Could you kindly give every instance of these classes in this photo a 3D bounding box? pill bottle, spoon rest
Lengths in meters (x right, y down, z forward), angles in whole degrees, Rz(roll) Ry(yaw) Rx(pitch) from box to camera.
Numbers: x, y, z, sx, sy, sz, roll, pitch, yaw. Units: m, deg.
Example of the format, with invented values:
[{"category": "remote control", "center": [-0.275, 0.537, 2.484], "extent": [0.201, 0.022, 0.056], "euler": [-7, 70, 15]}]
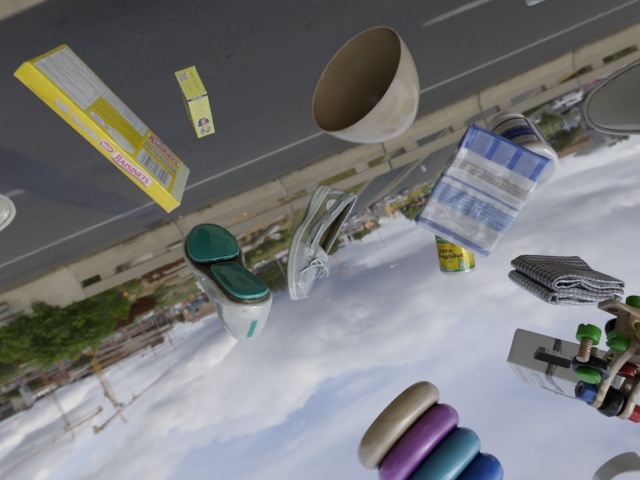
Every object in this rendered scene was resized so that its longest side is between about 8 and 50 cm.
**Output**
[{"category": "pill bottle", "center": [0.580, -0.273, 1.220], "extent": [0.153, 0.153, 0.264], "euler": [-25, -147, 25]}, {"category": "pill bottle", "center": [0.448, 0.005, 1.385], "extent": [0.118, 0.208, 0.117], "euler": [-11, -170, 2]}, {"category": "spoon rest", "center": [0.700, 0.633, 1.008], "extent": [0.084, 0.276, 0.137], "euler": [5, -159, 1]}]

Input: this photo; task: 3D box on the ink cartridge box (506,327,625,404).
[{"category": "ink cartridge box", "center": [0.696, 0.367, 1.164], "extent": [0.273, 0.197, 0.114], "euler": [11, -115, 44]}]

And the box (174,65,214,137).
[{"category": "box", "center": [-0.348, -0.380, 1.158], "extent": [0.058, 0.087, 0.232], "euler": [-25, 175, -12]}]

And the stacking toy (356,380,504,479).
[{"category": "stacking toy", "center": [0.200, 0.324, 0.466], "extent": [0.141, 0.330, 0.141], "euler": [-32, 145, -26]}]

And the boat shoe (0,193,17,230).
[{"category": "boat shoe", "center": [-0.538, -0.015, 0.594], "extent": [0.206, 0.075, 0.065], "euler": [-26, -169, -8]}]

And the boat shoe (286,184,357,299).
[{"category": "boat shoe", "center": [0.001, 0.000, 1.014], "extent": [0.103, 0.118, 0.320], "euler": [11, -122, 16]}]

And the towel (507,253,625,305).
[{"category": "towel", "center": [0.825, 0.130, 1.392], "extent": [0.284, 0.121, 0.235], "euler": [3, -167, -10]}]

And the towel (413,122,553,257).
[{"category": "towel", "center": [0.380, -0.111, 0.997], "extent": [0.034, 0.209, 0.284], "euler": [-43, 160, -60]}]

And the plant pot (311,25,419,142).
[{"category": "plant pot", "center": [0.143, -0.364, 1.068], "extent": [0.284, 0.283, 0.191], "euler": [-24, 145, 38]}]

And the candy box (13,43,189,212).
[{"category": "candy box", "center": [-0.245, -0.132, 0.499], "extent": [0.027, 0.206, 0.105], "euler": [-34, -148, 11]}]

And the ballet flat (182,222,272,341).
[{"category": "ballet flat", "center": [-0.221, 0.086, 0.913], "extent": [0.139, 0.139, 0.400], "euler": [-26, -147, -18]}]

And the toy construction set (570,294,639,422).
[{"category": "toy construction set", "center": [0.627, 0.198, 0.724], "extent": [0.309, 0.257, 0.237], "euler": [13, -122, 32]}]

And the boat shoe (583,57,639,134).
[{"category": "boat shoe", "center": [0.513, -0.212, 0.499], "extent": [0.096, 0.112, 0.335], "euler": [-14, 179, -29]}]

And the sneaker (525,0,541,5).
[{"category": "sneaker", "center": [0.260, -0.414, 0.531], "extent": [0.263, 0.120, 0.099], "euler": [17, -174, -36]}]
